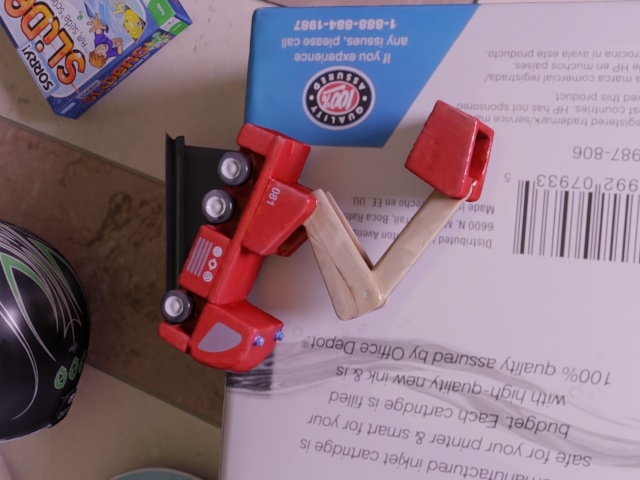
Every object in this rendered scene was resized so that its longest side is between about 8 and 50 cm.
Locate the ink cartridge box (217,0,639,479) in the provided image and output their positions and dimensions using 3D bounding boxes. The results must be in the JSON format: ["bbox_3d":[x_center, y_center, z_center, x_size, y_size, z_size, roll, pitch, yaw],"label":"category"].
[{"bbox_3d":[0.099,0.062,0.574,0.285,0.166,0.395,5,91,20],"label":"ink cartridge box"}]

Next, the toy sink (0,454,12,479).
[{"bbox_3d":[-0.311,0.320,0.729,0.153,0.131,0.234,-30,78,16],"label":"toy sink"}]

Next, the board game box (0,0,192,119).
[{"bbox_3d":[-0.215,-0.223,0.748,0.136,0.035,0.201,-36,79,15],"label":"board game box"}]

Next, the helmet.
[{"bbox_3d":[-0.268,0.062,0.700,0.169,0.169,0.161,6,108,18],"label":"helmet"}]

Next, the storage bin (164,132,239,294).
[{"bbox_3d":[-0.074,-0.010,0.680,0.091,0.098,0.135,1,90,-10],"label":"storage bin"}]

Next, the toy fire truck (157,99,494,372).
[{"bbox_3d":[0.000,0.000,0.498,0.135,0.047,0.192,27,99,20],"label":"toy fire truck"}]

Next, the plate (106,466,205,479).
[{"bbox_3d":[-0.125,0.276,0.723,0.188,0.024,0.188,0,89,18],"label":"plate"}]
